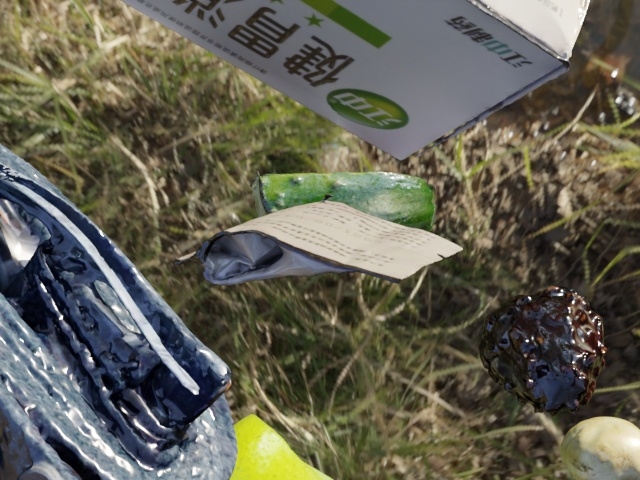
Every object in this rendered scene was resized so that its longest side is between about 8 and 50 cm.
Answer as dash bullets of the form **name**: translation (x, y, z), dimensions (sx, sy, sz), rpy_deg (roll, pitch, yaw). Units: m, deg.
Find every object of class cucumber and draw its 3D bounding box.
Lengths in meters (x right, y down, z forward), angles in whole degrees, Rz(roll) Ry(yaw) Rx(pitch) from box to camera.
- **cucumber**: translation (0.053, -0.045, 1.772), dimensions (0.326, 0.105, 0.145), rpy_deg (-2, 76, -15)

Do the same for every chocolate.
- **chocolate**: translation (0.256, 0.144, 1.188), dimensions (0.156, 0.156, 0.133), rpy_deg (-7, 32, 0)

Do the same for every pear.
- **pear**: translation (-0.034, 0.453, 1.488), dimensions (0.238, 0.318, 0.342), rpy_deg (-39, 115, -17)

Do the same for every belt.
- **belt**: translation (-0.123, 0.041, 0.440), dimensions (0.218, 0.122, 0.128), rpy_deg (47, 119, 18)

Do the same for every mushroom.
- **mushroom**: translation (0.434, 0.325, 1.623), dimensions (0.148, 0.148, 0.112), rpy_deg (-13, 94, -1)

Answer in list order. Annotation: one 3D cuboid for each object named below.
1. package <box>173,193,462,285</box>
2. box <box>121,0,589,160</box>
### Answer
- **package**: translation (0.000, 0.000, 1.121), dimensions (0.251, 0.204, 0.062), rpy_deg (5, 104, 24)
- **box**: translation (-0.017, -0.200, 0.635), dimensions (0.333, 0.173, 0.145), rpy_deg (28, 60, -22)
